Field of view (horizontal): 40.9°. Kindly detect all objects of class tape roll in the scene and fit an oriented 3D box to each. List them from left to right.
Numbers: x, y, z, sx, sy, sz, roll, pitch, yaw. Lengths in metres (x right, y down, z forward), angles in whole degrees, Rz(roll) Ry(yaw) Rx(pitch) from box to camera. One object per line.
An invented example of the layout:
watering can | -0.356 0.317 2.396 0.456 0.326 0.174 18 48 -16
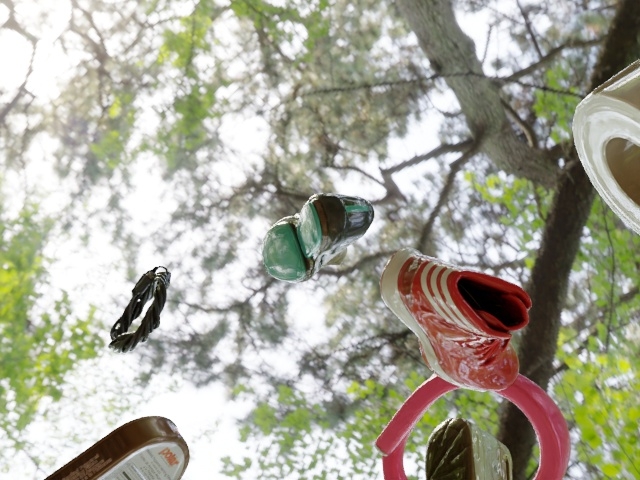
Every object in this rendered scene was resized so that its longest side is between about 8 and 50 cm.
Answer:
tape roll | 0.508 -0.122 1.277 0.100 0.286 0.286 -34 -128 -8

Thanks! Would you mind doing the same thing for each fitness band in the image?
fitness band | 0.187 0.279 1.096 0.209 0.054 0.291 43 -56 18

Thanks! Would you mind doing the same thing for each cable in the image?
cable | -0.329 0.140 1.575 0.184 0.047 0.150 -51 -149 14

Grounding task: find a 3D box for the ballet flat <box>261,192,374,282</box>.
ballet flat | 0.000 0.000 1.153 0.096 0.280 0.095 -13 -95 -20

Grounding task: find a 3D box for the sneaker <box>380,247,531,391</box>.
sneaker | 0.160 0.097 0.836 0.128 0.221 0.087 15 -111 53

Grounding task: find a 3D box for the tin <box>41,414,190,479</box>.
tin | -0.215 0.249 0.848 0.190 0.106 0.040 -35 -126 -15

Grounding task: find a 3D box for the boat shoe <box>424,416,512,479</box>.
boat shoe | 0.080 0.159 0.434 0.050 0.045 0.135 -31 -137 50
